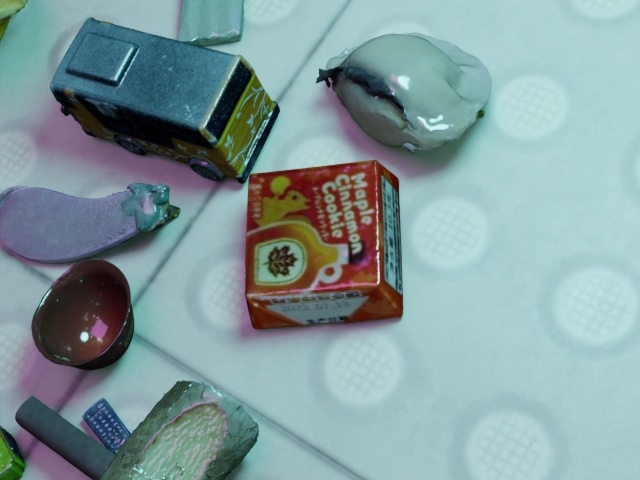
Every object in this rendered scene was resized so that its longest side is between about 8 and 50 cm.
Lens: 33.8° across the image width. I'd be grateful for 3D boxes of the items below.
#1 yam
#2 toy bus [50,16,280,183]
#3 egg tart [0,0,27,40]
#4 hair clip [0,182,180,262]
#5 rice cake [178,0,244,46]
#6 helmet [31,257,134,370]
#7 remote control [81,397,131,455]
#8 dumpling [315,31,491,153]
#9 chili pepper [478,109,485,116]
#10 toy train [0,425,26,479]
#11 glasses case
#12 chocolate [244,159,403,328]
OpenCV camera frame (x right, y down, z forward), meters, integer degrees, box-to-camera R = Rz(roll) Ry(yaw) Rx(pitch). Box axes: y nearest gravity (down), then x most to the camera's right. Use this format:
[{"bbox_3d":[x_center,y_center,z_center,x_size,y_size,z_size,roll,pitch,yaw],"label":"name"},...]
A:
[{"bbox_3d":[-0.212,0.319,1.450,0.154,0.154,0.254,30,71,25],"label":"yam"},{"bbox_3d":[-0.253,-0.227,1.690,0.324,0.194,0.161,18,73,22],"label":"toy bus"},{"bbox_3d":[-0.697,-0.396,1.860,0.388,0.168,0.388,-2,29,1],"label":"egg tart"},{"bbox_3d":[-0.393,-0.031,1.713,0.359,0.110,0.095,-5,25,18],"label":"hair clip"},{"bbox_3d":[-0.185,-0.447,1.856,0.127,0.043,0.237,-6,66,11],"label":"rice cake"},{"bbox_3d":[-0.345,0.125,1.605,0.155,0.106,0.175,-6,63,11],"label":"helmet"},{"bbox_3d":[-0.297,0.299,1.559,0.043,0.027,0.152,-44,61,-2],"label":"remote control"},{"bbox_3d":[0.127,-0.252,1.612,0.204,0.163,0.293,-49,49,3],"label":"dumpling"},{"bbox_3d":[0.225,-0.221,1.652,0.030,0.017,0.083,-30,61,-1],"label":"chili pepper"},{"bbox_3d":[-0.521,0.294,1.606,0.081,0.060,0.202,-34,62,-9],"label":"toy train"},{"bbox_3d":[-0.367,0.302,1.550,0.191,0.072,0.042,28,60,25],"label":"glasses case"},{"bbox_3d":[0.000,0.000,1.566,0.235,0.108,0.237,-4,64,12],"label":"chocolate"}]
